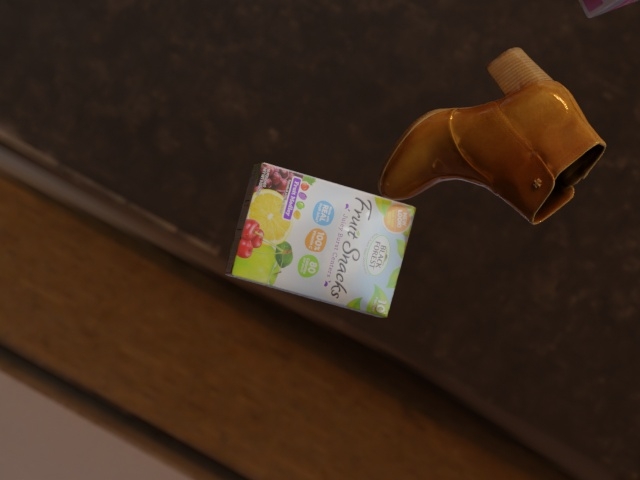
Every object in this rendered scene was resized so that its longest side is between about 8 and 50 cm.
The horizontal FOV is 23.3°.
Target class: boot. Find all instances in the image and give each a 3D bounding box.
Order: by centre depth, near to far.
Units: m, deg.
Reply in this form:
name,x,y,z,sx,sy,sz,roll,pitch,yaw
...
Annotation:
name,x,y,z,sx,sy,sz,roll,pitch,yaw
boot,0.222,-0.094,2.058,0.295,0.211,0.104,-44,147,21

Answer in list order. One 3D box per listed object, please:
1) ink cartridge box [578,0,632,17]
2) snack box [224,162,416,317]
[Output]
name,x,y,z,sx,sy,sz,roll,pitch,yaw
ink cartridge box,0.402,-0.298,1.430,0.311,0.065,0.186,-24,180,-11
snack box,0.000,0.000,1.324,0.037,0.141,0.100,-179,-75,-77
